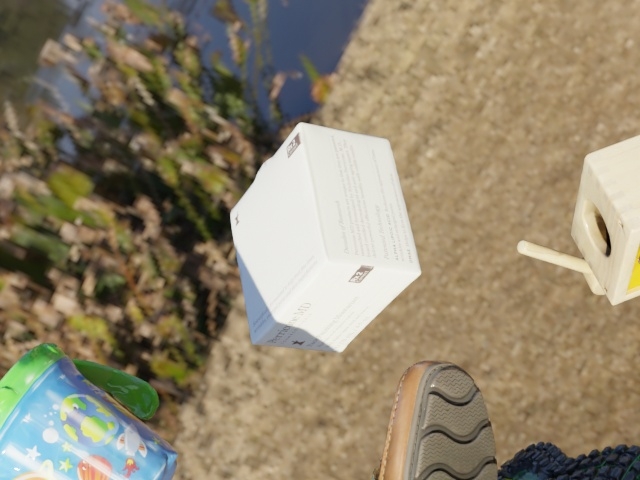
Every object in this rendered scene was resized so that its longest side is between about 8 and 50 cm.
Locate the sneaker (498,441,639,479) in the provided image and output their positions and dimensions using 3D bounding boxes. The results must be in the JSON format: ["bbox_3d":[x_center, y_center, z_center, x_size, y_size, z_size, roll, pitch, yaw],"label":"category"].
[{"bbox_3d":[0.325,0.323,1.626,0.134,0.146,0.343,-40,10,-16],"label":"sneaker"}]

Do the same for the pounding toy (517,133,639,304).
[{"bbox_3d":[0.270,0.006,1.215,0.206,0.181,0.094,84,164,-59],"label":"pounding toy"}]

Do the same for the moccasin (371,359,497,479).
[{"bbox_3d":[0.104,0.315,1.491,0.147,0.139,0.380,9,102,56],"label":"moccasin"}]

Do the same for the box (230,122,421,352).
[{"bbox_3d":[0.000,0.000,1.524,0.181,0.119,0.182,-49,43,46],"label":"box"}]

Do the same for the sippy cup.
[{"bbox_3d":[-0.309,0.281,1.754,0.305,0.224,0.240,-58,-6,-20],"label":"sippy cup"}]
